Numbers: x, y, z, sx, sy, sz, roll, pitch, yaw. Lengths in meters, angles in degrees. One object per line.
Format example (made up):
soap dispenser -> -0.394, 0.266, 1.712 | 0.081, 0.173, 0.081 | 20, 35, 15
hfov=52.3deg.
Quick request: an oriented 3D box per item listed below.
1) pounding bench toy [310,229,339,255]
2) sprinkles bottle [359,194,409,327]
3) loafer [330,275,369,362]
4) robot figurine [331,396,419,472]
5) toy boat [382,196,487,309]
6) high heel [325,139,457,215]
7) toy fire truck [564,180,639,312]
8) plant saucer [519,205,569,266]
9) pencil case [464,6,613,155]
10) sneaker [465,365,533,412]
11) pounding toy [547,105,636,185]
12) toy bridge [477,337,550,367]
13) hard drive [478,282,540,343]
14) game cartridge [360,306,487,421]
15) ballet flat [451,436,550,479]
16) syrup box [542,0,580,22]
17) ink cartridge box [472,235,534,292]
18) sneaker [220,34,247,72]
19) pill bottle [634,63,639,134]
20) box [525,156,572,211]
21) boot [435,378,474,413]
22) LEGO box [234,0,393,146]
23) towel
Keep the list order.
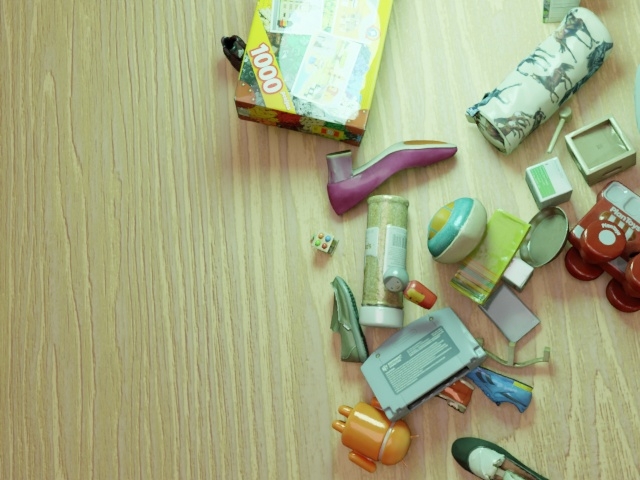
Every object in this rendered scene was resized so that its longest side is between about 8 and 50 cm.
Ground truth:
pounding bench toy -> 0.000, 0.000, 1.879 | 0.083, 0.065, 0.052 | 23, 87, 20
sprinkles bottle -> 0.176, 0.059, 1.784 | 0.121, 0.121, 0.356 | 1, 79, 17
loafer -> 0.062, 0.222, 1.801 | 0.087, 0.094, 0.251 | -17, 75, 9
robot figurine -> 0.141, 0.507, 1.705 | 0.219, 0.128, 0.158 | 20, 41, 20
toy boat -> 0.298, 0.017, 1.675 | 0.148, 0.267, 0.318 | 33, 90, 1
high heel -> 0.204, -0.181, 1.854 | 0.377, 0.127, 0.181 | -5, 107, 12
toy fire truck -> 0.773, 0.016, 1.599 | 0.302, 0.169, 0.254 | 41, 74, 19
plant saucer -> 0.579, -0.006, 1.671 | 0.029, 0.168, 0.168 | 22, 86, -19
pencil case -> 0.580, -0.427, 1.732 | 0.410, 0.160, 0.183 | -44, 60, 5
sneaker -> 0.434, 0.373, 1.671 | 0.209, 0.069, 0.082 | 21, 90, 20
pounding toy -> 0.688, -0.253, 1.707 | 0.181, 0.094, 0.206 | -27, 63, 16
toy bridge -> 0.492, 0.294, 1.679 | 0.188, 0.026, 0.063 | 5, 109, 18
hard drive -> 0.494, 0.192, 1.711 | 0.094, 0.022, 0.135 | -42, 70, 6
game cartridge -> 0.260, 0.312, 1.704 | 0.297, 0.062, 0.198 | -35, 43, 4
ballet flat -> 0.455, 0.570, 1.610 | 0.280, 0.096, 0.095 | 22, 87, 20
syrup box -> 0.642, -0.676, 1.721 | 0.096, 0.237, 0.093 | 2, 81, 17
ink cartridge box -> 0.476, 0.063, 1.696 | 0.150, 0.109, 0.063 | 38, 91, 20
sneaker -> -0.212, -0.532, 1.997 | 0.281, 0.162, 0.106 | 40, 93, 20
pill bottle -> 0.982, -0.356, 1.561 | 0.392, 0.224, 0.224 | -3, 78, 16
box -> 0.596, -0.145, 1.704 | 0.087, 0.102, 0.101 | -22, 72, 10
boot -> 0.326, 0.377, 1.714 | 0.158, 0.059, 0.085 | 29, 81, 16
LEGO box -> -0.008, -0.565, 1.870 | 0.372, 0.193, 0.500 | 12, 83, -1
towel -> 0.428, 0.039, 1.645 | 0.102, 0.021, 0.237 | 32, 90, 21
